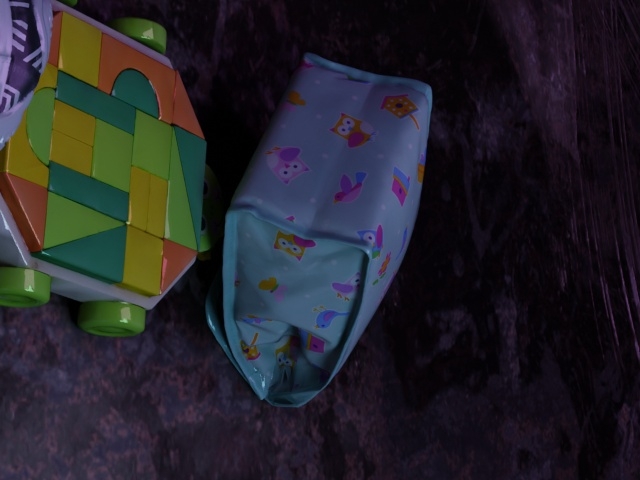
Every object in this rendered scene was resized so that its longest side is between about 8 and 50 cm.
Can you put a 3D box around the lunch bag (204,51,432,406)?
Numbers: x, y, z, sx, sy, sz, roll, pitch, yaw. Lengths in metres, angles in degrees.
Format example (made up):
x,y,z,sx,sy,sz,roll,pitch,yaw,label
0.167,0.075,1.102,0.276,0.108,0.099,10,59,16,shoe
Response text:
x,y,z,sx,sy,sz,roll,pitch,yaw,label
0.000,0.000,1.702,0.262,0.160,0.223,98,12,-50,lunch bag

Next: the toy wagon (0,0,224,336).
x,y,z,sx,sy,sz,roll,pitch,yaw,label
-0.169,-0.059,1.535,0.344,0.068,0.267,24,65,-53,toy wagon

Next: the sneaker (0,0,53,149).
x,y,z,sx,sy,sz,roll,pitch,yaw,label
-0.298,-0.232,1.312,0.210,0.137,0.366,32,53,-50,sneaker
